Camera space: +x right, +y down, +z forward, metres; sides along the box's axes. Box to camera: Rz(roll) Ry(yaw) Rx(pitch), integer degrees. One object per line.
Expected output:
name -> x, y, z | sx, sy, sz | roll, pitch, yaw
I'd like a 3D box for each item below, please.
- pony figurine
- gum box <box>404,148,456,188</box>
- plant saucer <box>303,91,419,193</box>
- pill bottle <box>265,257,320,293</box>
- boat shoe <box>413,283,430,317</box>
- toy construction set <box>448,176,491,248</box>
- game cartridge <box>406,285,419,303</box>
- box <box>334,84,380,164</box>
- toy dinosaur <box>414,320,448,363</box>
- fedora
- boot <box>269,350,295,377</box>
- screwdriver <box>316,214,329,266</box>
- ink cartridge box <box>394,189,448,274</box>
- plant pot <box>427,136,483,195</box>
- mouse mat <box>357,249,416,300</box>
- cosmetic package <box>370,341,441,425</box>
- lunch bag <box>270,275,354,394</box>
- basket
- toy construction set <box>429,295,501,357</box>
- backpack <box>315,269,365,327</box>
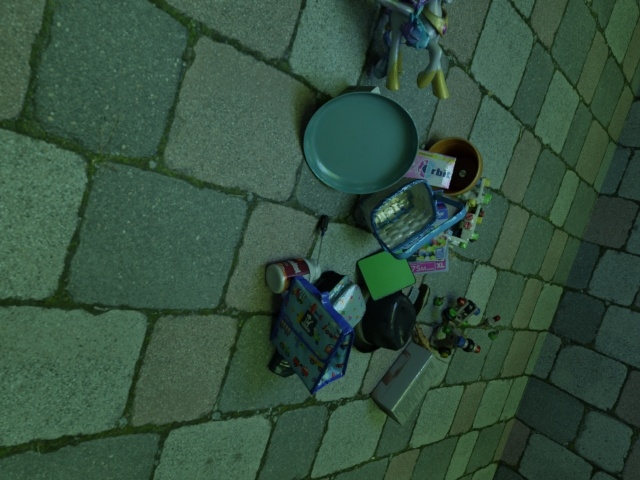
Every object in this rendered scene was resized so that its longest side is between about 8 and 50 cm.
pony figurine -> 0.237, -0.599, 1.148 | 0.302, 0.351, 0.364 | -29, 142, -26
gum box -> 0.354, -0.250, 1.474 | 0.188, 0.062, 0.107 | 12, 98, -5
plant saucer -> 0.112, -0.269, 1.198 | 0.044, 0.317, 0.318 | -83, 152, -47
pill bottle -> -0.077, 0.099, 1.263 | 0.151, 0.086, 0.086 | -11, 113, -39
boat shoe -> 0.421, 0.258, 1.785 | 0.049, 0.056, 0.152 | 27, 87, -39
toy construction set -> 0.593, -0.091, 1.742 | 0.328, 0.151, 0.215 | -61, 159, 5
game cartridge -> 0.375, 0.233, 1.763 | 0.056, 0.017, 0.083 | 34, 83, -40
box -> 0.128, -0.337, 1.264 | 0.103, 0.114, 0.203 | -44, 131, -20
toy dinosaur -> 0.446, 0.444, 1.832 | 0.064, 0.112, 0.212 | -36, 92, -4
fedora -> 0.248, 0.287, 1.575 | 0.333, 0.152, 0.335 | -16, 115, -36
boot -> -0.080, 0.406, 1.397 | 0.189, 0.069, 0.086 | 31, 91, -36
screwdriver -> 0.000, 0.000, 1.300 | 0.024, 0.025, 0.170 | 100, 4, -69
ink cartridge box -> 0.367, -0.021, 1.562 | 0.185, 0.065, 0.312 | -7, 115, 5
plant pot -> 0.504, -0.261, 1.585 | 0.187, 0.205, 0.206 | 0, 106, -57
mouse mat -> 0.234, 0.112, 1.511 | 0.189, 0.007, 0.153 | -19, 80, -21
cosmetic package -> 0.363, 0.599, 1.811 | 0.296, 0.129, 0.153 | -45, 129, -19
lunch bag -> -0.011, 0.249, 1.219 | 0.138, 0.221, 0.294 | -20, 141, -36
basket -> 0.276, -0.075, 1.348 | 0.254, 0.289, 0.201 | -32, 119, -5
toy construction set -> 0.632, 0.410, 1.949 | 0.308, 0.258, 0.237 | 4, 148, -26
backpack -> 0.060, 0.214, 1.392 | 0.166, 0.144, 0.189 | -47, 134, -26
